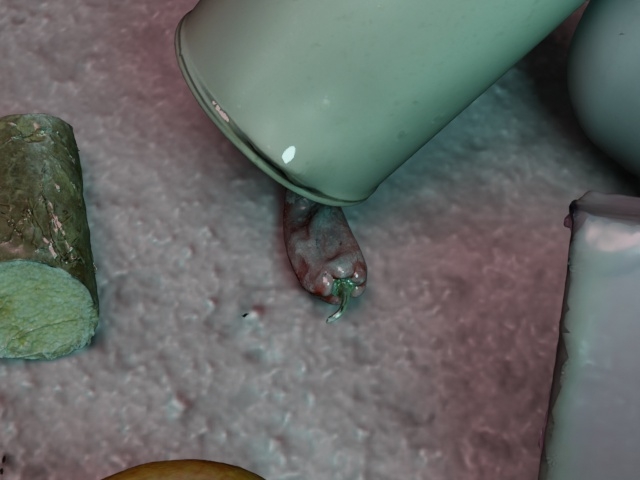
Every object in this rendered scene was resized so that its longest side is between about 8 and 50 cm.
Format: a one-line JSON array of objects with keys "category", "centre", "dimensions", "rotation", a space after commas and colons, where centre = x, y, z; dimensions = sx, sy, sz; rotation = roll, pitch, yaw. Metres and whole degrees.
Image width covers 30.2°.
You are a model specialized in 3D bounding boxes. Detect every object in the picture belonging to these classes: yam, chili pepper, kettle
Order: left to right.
[{"category": "yam", "centre": [-0.219, -0.014, 0.875], "dimensions": [0.107, 0.107, 0.183], "rotation": [-12, 58, -1]}, {"category": "chili pepper", "centre": [0.000, 0.001, 0.882], "dimensions": [0.050, 0.041, 0.153], "rotation": [-4, 42, -20]}, {"category": "kettle", "centre": [0.060, -0.214, 0.826], "dimensions": [0.318, 0.205, 0.265], "rotation": [-45, 54, 29]}]

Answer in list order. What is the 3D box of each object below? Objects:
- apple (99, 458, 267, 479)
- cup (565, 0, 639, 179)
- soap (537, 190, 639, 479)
[{"category": "apple", "centre": [-0.078, 0.233, 0.678], "dimensions": [0.211, 0.188, 0.211], "rotation": [0, 61, 1]}, {"category": "cup", "centre": [0.331, -0.083, 0.804], "dimensions": [0.205, 0.205, 0.312], "rotation": [-42, 65, -17]}, {"category": "soap", "centre": [0.259, 0.134, 0.658], "dimensions": [0.285, 0.107, 0.296], "rotation": [9, 102, 10]}]
